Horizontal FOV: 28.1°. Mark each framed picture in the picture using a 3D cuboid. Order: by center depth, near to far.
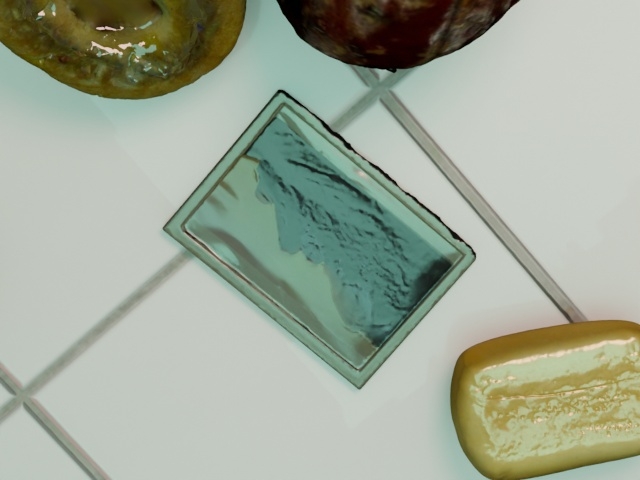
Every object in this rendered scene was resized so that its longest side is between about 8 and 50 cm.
[{"bbox_3d":[0.000,0.000,1.296,0.265,0.018,0.192,39,101,-5],"label":"framed picture"}]

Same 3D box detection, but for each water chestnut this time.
[{"bbox_3d":[0.028,-0.306,1.062,0.346,0.335,0.335,1,103,-14],"label":"water chestnut"}]

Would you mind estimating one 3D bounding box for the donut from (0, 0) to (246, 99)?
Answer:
[{"bbox_3d":[-0.193,-0.235,1.160,0.261,0.128,0.208,18,120,-22],"label":"donut"}]

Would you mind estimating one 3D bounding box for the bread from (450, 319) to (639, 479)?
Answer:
[{"bbox_3d":[0.237,0.154,1.274,0.217,0.098,0.147,-8,101,3],"label":"bread"}]
